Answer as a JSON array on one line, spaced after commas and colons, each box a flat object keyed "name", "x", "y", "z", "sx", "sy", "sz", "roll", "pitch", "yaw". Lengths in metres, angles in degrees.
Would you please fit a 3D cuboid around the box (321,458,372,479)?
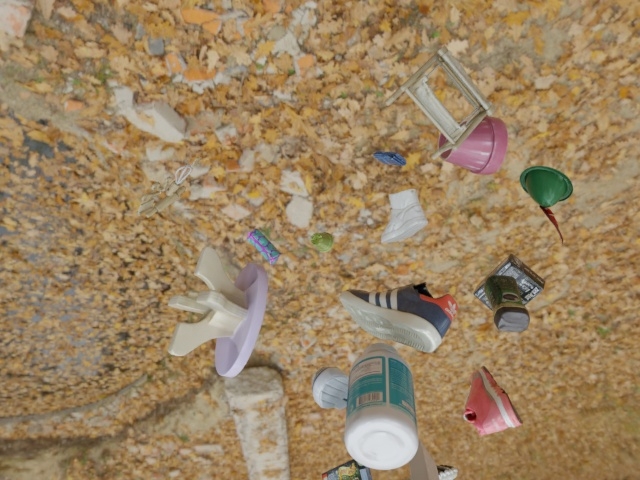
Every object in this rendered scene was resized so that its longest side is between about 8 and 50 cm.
[{"name": "box", "x": 0.092, "y": 0.801, "z": 1.592, "sx": 0.044, "sy": 0.159, "sz": 0.233, "roll": 3, "pitch": 145, "yaw": -31}]

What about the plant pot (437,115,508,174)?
[{"name": "plant pot", "x": 0.518, "y": -0.334, "z": 1.734, "sx": 0.180, "sy": 0.202, "sz": 0.201, "roll": 2, "pitch": 142, "yaw": -12}]

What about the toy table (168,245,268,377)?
[{"name": "toy table", "x": -0.240, "y": 0.162, "z": 1.163, "sx": 0.160, "sy": 0.275, "sz": 0.252, "roll": 25, "pitch": 147, "yaw": -30}]

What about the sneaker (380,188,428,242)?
[{"name": "sneaker", "x": 0.306, "y": -0.099, "z": 1.923, "sx": 0.108, "sy": 0.169, "sz": 0.292, "roll": -8, "pitch": 166, "yaw": -23}]

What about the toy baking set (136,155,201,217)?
[{"name": "toy baking set", "x": -0.476, "y": -0.164, "z": 1.589, "sx": 0.030, "sy": 0.256, "sz": 0.197, "roll": 47, "pitch": 152, "yaw": 0}]

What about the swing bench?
[{"name": "swing bench", "x": 0.389, "y": -0.439, "z": 1.556, "sx": 0.254, "sy": 0.165, "sz": 0.253, "roll": -45, "pitch": 97, "yaw": -9}]

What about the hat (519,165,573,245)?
[{"name": "hat", "x": 0.759, "y": -0.131, "z": 1.716, "sx": 0.208, "sy": 0.184, "sz": 0.173, "roll": 19, "pitch": 151, "yaw": 32}]

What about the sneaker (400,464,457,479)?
[{"name": "sneaker", "x": 0.412, "y": 0.958, "z": 1.925, "sx": 0.291, "sy": 0.119, "sz": 0.110, "roll": -13, "pitch": 172, "yaw": -25}]

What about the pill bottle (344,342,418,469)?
[{"name": "pill bottle", "x": 0.130, "y": 0.339, "z": 1.072, "sx": 0.146, "sy": 0.264, "sz": 0.146, "roll": 3, "pitch": 117, "yaw": 6}]

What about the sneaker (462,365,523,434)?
[{"name": "sneaker", "x": 0.467, "y": 0.466, "z": 1.455, "sx": 0.136, "sy": 0.116, "sz": 0.314, "roll": -29, "pitch": -179, "yaw": 5}]

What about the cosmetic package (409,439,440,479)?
[{"name": "cosmetic package", "x": 0.319, "y": 0.723, "z": 1.512, "sx": 0.060, "sy": 0.239, "sz": 0.099, "roll": -34, "pitch": 96, "yaw": 10}]

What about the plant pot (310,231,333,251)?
[{"name": "plant pot", "x": 0.000, "y": 0.000, "z": 2.015, "sx": 0.083, "sy": 0.083, "sz": 0.079, "roll": -25, "pitch": 159, "yaw": 20}]

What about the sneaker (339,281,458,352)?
[{"name": "sneaker", "x": 0.192, "y": 0.162, "z": 1.238, "sx": 0.148, "sy": 0.350, "sz": 0.131, "roll": -45, "pitch": 120, "yaw": -21}]

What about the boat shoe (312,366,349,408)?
[{"name": "boat shoe", "x": 0.024, "y": 0.398, "z": 1.374, "sx": 0.109, "sy": 0.094, "sz": 0.302, "roll": -44, "pitch": 152, "yaw": -9}]

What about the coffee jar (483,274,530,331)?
[{"name": "coffee jar", "x": 0.539, "y": 0.184, "z": 1.445, "sx": 0.096, "sy": 0.184, "sz": 0.079, "roll": 4, "pitch": 123, "yaw": 3}]

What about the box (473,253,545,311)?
[{"name": "box", "x": 0.639, "y": 0.160, "z": 1.691, "sx": 0.180, "sy": 0.147, "sz": 0.077, "roll": -54, "pitch": 169, "yaw": 31}]

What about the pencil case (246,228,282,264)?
[{"name": "pencil case", "x": -0.223, "y": 0.024, "z": 1.970, "sx": 0.064, "sy": 0.151, "sz": 0.070, "roll": -47, "pitch": 171, "yaw": 11}]

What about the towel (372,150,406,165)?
[{"name": "towel", "x": 0.237, "y": -0.279, "z": 1.708, "sx": 0.067, "sy": 0.119, "sz": 0.029, "roll": 29, "pitch": 86, "yaw": -33}]
